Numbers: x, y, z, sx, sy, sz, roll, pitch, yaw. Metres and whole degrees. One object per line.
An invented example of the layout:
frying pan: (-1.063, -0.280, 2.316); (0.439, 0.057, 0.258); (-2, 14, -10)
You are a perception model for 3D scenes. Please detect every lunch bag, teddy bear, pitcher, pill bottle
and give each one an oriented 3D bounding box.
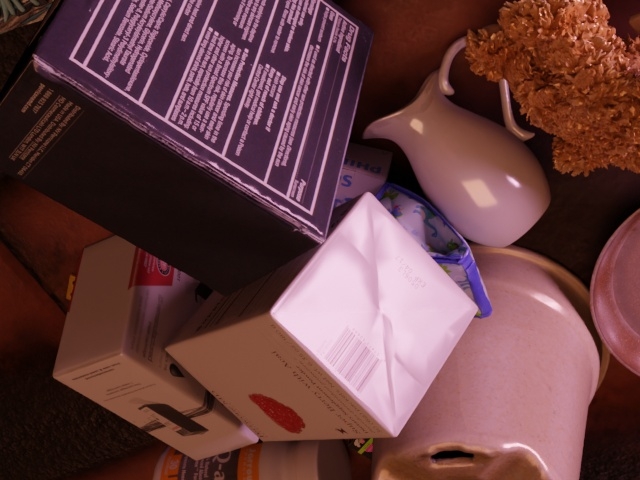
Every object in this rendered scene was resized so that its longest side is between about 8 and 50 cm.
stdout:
lunch bag: (0.123, 0.023, 0.957); (0.151, 0.096, 0.129); (28, 162, 38)
teddy bear: (0.289, -0.121, 0.814); (0.338, 0.113, 0.245); (39, 157, -25)
pitcher: (0.178, -0.109, 0.943); (0.207, 0.125, 0.178); (44, 103, -4)
pill bottle: (-0.104, 0.370, 1.278); (0.278, 0.162, 0.162); (-14, 117, 22)

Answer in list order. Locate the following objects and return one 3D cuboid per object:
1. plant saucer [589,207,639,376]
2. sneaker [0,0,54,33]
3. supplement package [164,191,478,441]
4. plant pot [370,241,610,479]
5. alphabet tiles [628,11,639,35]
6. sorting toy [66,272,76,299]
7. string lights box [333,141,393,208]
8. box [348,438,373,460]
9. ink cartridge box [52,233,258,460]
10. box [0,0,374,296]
plant saucer: (0.481, 0.050, 0.991); (0.310, 0.050, 0.310); (5, 121, 9)
sneaker: (-0.342, -0.286, 0.952); (0.283, 0.122, 0.110); (-17, 115, 23)
supplement package: (-0.012, 0.099, 0.914); (0.177, 0.175, 0.293); (45, 150, -12)
plant pot: (0.194, 0.221, 1.023); (0.334, 0.305, 0.334); (6, 123, 10)
alphabet tiles: (0.464, -0.164, 0.780); (0.285, 0.011, 0.342); (32, 150, -34)
sorting toy: (-0.305, 0.156, 1.264); (0.132, 0.046, 0.274); (2, 122, 13)
string lights box: (0.000, 0.000, 1.071); (0.133, 0.077, 0.260); (15, 124, 4)
box: (0.090, 0.281, 1.239); (0.062, 0.052, 0.083); (31, 122, -5)
ink cartridge box: (-0.194, 0.139, 1.086); (0.114, 0.197, 0.273); (-20, 137, 24)
box: (-0.130, -0.151, 0.824); (0.294, 0.296, 0.183); (32, 141, -24)
